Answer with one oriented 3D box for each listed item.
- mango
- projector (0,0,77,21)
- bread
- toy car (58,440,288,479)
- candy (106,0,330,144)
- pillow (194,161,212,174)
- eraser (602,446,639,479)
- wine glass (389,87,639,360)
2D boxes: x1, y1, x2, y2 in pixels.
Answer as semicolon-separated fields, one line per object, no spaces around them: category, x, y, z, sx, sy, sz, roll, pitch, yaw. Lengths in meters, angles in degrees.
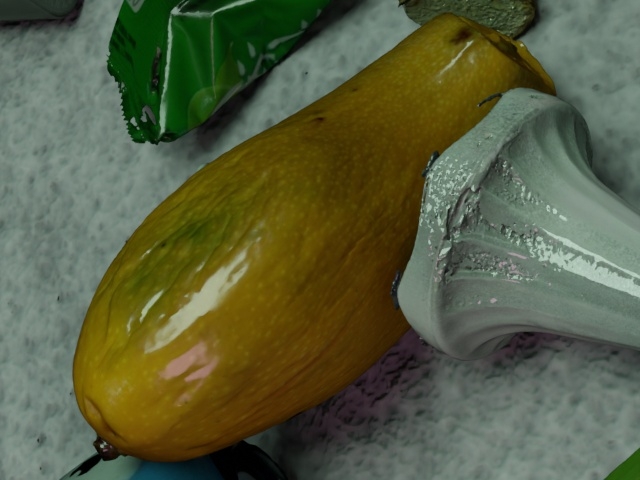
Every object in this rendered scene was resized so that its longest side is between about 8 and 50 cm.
mango;0.001;0.001;0.976;0.359;0.187;0.144;-39;70;-19
projector;-0.275;-0.301;1.333;0.198;0.108;0.250;2;74;33
bread;0.093;-0.171;1.067;0.083;0.077;0.070;-21;50;25
toy car;-0.106;0.230;0.964;0.188;0.190;0.255;-34;55;19
candy;-0.074;-0.163;1.168;0.203;0.078;0.141;-42;55;6
pillow;-0.056;0.004;1.105;0.091;0.055;0.135;-31;48;58
eraser;0.276;0.126;0.763;0.274;0.092;0.210;-41;91;13
wine glass;0.164;0.020;0.901;0.196;0.165;0.165;25;86;29
